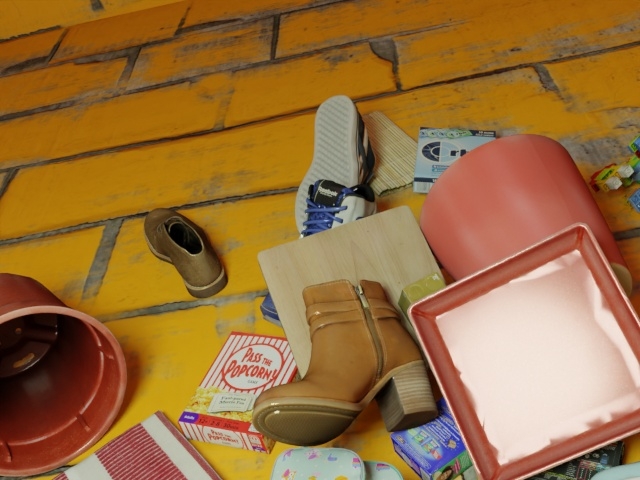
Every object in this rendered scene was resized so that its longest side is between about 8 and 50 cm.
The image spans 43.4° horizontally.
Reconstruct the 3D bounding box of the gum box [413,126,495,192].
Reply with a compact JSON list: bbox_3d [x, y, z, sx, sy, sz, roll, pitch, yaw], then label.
[{"bbox_3d":[0.268,-0.158,1.597,0.156,0.041,0.184,4,40,8],"label":"gum box"}]

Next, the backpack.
[{"bbox_3d":[0.021,0.339,0.975,0.188,0.144,0.166,-2,33,13],"label":"backpack"}]

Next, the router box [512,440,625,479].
[{"bbox_3d":[0.314,0.288,1.018,0.122,0.038,0.092,7,43,28],"label":"router box"}]

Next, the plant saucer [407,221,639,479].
[{"bbox_3d":[0.276,0.147,1.019,0.259,0.047,0.259,-28,69,14],"label":"plant saucer"}]

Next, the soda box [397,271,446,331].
[{"bbox_3d":[0.182,0.139,1.142,0.061,0.058,0.181,-25,66,-14],"label":"soda box"}]

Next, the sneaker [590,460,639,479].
[{"bbox_3d":[0.452,0.245,0.956,0.318,0.127,0.208,-4,39,0],"label":"sneaker"}]

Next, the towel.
[{"bbox_3d":[-0.311,0.391,1.119,0.329,0.037,0.237,-32,37,-23],"label":"towel"}]

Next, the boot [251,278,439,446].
[{"bbox_3d":[0.014,0.146,1.070,0.283,0.109,0.220,-1,53,-29],"label":"boot"}]

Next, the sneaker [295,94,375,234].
[{"bbox_3d":[0.041,-0.125,1.605,0.126,0.127,0.321,-2,63,28],"label":"sneaker"}]

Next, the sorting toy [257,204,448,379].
[{"bbox_3d":[0.064,0.107,1.239,0.255,0.089,0.257,-18,65,-10],"label":"sorting toy"}]

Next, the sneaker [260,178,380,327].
[{"bbox_3d":[0.001,-0.001,1.392,0.127,0.182,0.315,16,46,37],"label":"sneaker"}]

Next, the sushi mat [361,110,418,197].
[{"bbox_3d":[0.128,-0.194,1.736,0.151,0.019,0.316,-23,37,-11],"label":"sushi mat"}]

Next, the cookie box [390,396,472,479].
[{"bbox_3d":[0.165,0.272,1.091,0.107,0.040,0.092,-30,38,-18],"label":"cookie box"}]

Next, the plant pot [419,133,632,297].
[{"bbox_3d":[0.314,0.019,1.204,0.274,0.275,0.243,-19,48,-4],"label":"plant pot"}]

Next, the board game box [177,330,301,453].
[{"bbox_3d":[-0.110,0.229,1.245,0.146,0.045,0.193,3,40,24],"label":"board game box"}]

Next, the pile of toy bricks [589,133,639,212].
[{"bbox_3d":[0.579,-0.135,1.442,0.212,0.118,0.105,-43,13,-9],"label":"pile of toy bricks"}]

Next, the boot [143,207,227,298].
[{"bbox_3d":[-0.275,-0.012,1.568,0.112,0.115,0.305,-31,38,-16],"label":"boot"}]

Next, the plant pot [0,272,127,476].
[{"bbox_3d":[-0.484,0.186,1.281,0.272,0.273,0.265,-32,31,-21],"label":"plant pot"}]
